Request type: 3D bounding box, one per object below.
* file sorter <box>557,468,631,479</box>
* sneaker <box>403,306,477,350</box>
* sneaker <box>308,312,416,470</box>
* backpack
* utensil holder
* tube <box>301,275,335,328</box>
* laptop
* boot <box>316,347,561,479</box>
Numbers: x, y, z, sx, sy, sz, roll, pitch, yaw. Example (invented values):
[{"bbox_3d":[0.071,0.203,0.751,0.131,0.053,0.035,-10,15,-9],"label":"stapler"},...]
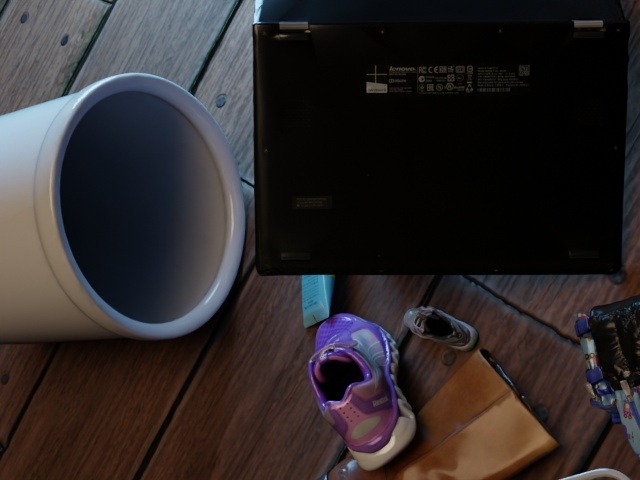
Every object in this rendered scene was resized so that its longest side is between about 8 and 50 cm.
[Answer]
[{"bbox_3d":[0.254,0.318,1.024,0.193,0.278,0.173,-24,56,30],"label":"file sorter"},{"bbox_3d":[0.120,0.090,1.343,0.098,0.069,0.038,15,83,40],"label":"sneaker"},{"bbox_3d":[0.030,0.142,1.335,0.095,0.104,0.236,-41,28,12],"label":"sneaker"},{"bbox_3d":[0.324,0.138,1.119,0.117,0.158,0.173,-23,73,40],"label":"backpack"},{"bbox_3d":[-0.345,-0.022,1.590,0.386,0.328,0.327,-8,69,39],"label":"utensil holder"},{"bbox_3d":[0.000,0.000,1.482,0.080,0.052,0.207,137,139,-68],"label":"tube"},{"bbox_3d":[0.123,-0.180,1.335,0.382,0.236,0.407,0,98,1],"label":"laptop"},{"bbox_3d":[0.139,0.291,1.267,0.280,0.096,0.264,-39,46,12],"label":"boot"}]
